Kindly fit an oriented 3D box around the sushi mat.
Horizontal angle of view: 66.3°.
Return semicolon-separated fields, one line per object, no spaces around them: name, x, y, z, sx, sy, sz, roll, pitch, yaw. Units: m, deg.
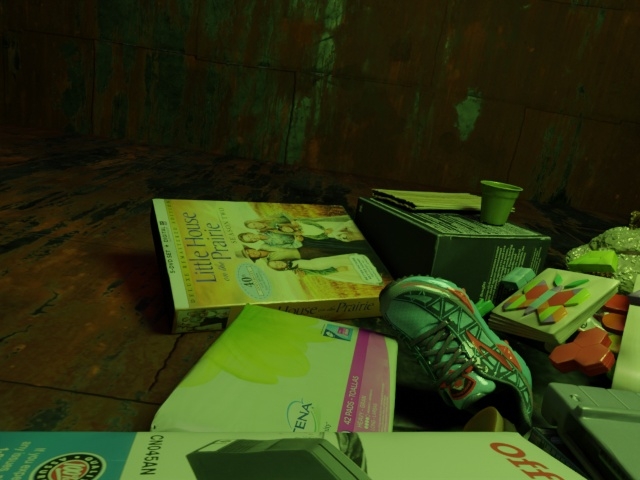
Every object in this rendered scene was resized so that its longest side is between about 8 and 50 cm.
sushi mat;0.285;-0.090;1.124;0.316;0.019;0.151;-1;17;-31

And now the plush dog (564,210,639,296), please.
plush dog;0.788;0.067;1.248;0.262;0.211;0.225;13;41;12

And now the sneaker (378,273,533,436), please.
sneaker;0.182;0.149;0.628;0.262;0.104;0.125;39;26;-6

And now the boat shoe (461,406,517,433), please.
boat shoe;0.169;0.250;0.490;0.073;0.073;0.207;53;36;6

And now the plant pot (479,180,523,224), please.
plant pot;0.360;-0.075;1.002;0.083;0.079;0.083;9;16;-2

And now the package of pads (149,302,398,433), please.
package of pads;-0.034;0.181;0.555;0.229;0.101;0.296;11;17;6

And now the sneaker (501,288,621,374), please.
sneaker;0.481;0.163;0.903;0.270;0.090;0.145;27;24;38

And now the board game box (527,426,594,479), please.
board game box;0.344;0.280;0.496;0.194;0.060;0.194;6;17;-8

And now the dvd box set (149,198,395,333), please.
dvd box set;-0.091;0.031;0.936;0.420;0.062;0.308;1;37;-26

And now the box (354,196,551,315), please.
box;0.258;0.029;1.060;0.293;0.183;0.296;2;17;-26

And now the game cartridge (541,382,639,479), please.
game cartridge;0.385;0.241;0.422;0.230;0.068;0.355;3;14;-4

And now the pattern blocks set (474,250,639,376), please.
pattern blocks set;0.364;0.101;0.781;0.285;0.026;0.325;-37;9;-22

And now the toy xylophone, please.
toy xylophone;0.491;0.151;0.743;0.236;0.081;0.322;19;45;39

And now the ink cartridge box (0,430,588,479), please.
ink cartridge box;-0.001;0.221;0.228;0.394;0.166;0.285;5;1;-13
